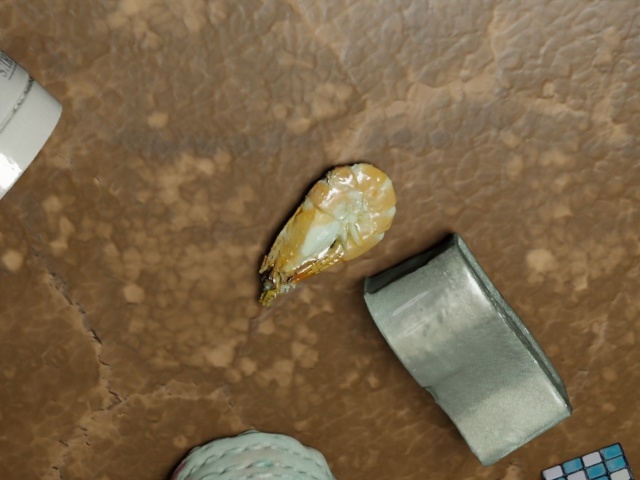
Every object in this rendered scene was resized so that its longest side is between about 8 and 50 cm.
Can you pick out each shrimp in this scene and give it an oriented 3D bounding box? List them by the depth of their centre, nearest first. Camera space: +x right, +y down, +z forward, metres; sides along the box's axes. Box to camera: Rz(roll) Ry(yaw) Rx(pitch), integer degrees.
[{"bbox_3d":[0.000,0.000,1.451,0.184,0.043,0.091,-43,115,16],"label":"shrimp"}]

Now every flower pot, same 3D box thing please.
[{"bbox_3d":[0.146,0.104,1.480,0.108,0.103,0.229,-32,114,12],"label":"flower pot"}]

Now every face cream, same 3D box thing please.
[{"bbox_3d":[-0.337,-0.102,1.300,0.177,0.177,0.153,-41,112,16],"label":"face cream"}]

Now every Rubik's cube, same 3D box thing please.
[{"bbox_3d":[0.298,0.288,1.590,0.092,0.092,0.092,-22,116,8],"label":"Rubik's cube"}]

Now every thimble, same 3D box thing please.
[{"bbox_3d":[-0.073,0.307,1.545,0.211,0.149,0.185,-4,119,-2],"label":"thimble"}]
